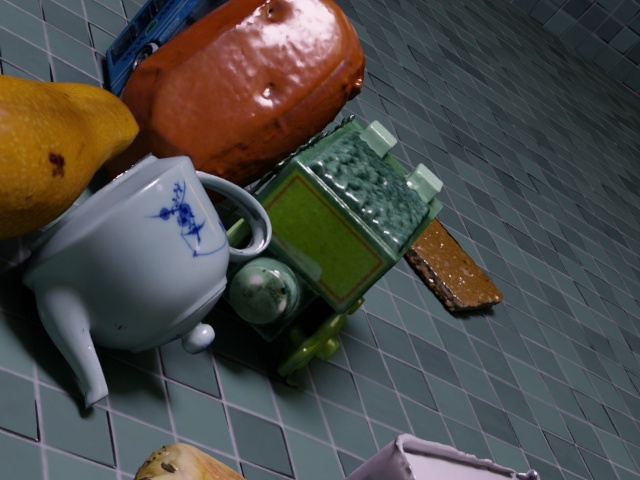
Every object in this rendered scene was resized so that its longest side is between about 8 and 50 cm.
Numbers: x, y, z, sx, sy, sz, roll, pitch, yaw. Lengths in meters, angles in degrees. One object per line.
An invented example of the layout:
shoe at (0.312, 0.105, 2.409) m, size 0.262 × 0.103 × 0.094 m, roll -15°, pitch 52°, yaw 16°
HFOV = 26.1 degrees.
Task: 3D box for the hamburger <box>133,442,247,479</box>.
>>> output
hamburger at (-0.057, 0.219, 0.873) m, size 0.262 × 0.124 × 0.131 m, roll 39°, pitch 3°, yaw -22°

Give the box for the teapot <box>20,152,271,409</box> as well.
teapot at (-0.129, 0.024, 1.056) m, size 0.159 × 0.159 × 0.232 m, roll 45°, pitch 52°, yaw 4°

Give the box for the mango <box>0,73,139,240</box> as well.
mango at (-0.248, -0.061, 0.995) m, size 0.177 × 0.120 × 0.295 m, roll 5°, pitch 5°, yaw 22°

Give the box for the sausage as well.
sausage at (-0.084, -0.130, 1.277) m, size 0.153 × 0.268 × 0.141 m, roll 53°, pitch -18°, yaw -2°

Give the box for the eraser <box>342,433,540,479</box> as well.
eraser at (-0.009, 0.219, 0.706) m, size 0.130 × 0.287 × 0.086 m, roll 19°, pitch 36°, yaw -48°

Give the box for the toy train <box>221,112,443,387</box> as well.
toy train at (0.000, 0.000, 1.258) m, size 0.159 × 0.188 × 0.272 m, roll 45°, pitch 20°, yaw 1°

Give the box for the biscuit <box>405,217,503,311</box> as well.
biscuit at (0.125, -0.002, 1.693) m, size 0.231 × 0.025 × 0.131 m, roll 52°, pitch 26°, yaw 21°

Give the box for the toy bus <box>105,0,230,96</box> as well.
toy bus at (-0.107, -0.228, 1.415) m, size 0.113 × 0.246 × 0.134 m, roll 30°, pitch 23°, yaw -35°
